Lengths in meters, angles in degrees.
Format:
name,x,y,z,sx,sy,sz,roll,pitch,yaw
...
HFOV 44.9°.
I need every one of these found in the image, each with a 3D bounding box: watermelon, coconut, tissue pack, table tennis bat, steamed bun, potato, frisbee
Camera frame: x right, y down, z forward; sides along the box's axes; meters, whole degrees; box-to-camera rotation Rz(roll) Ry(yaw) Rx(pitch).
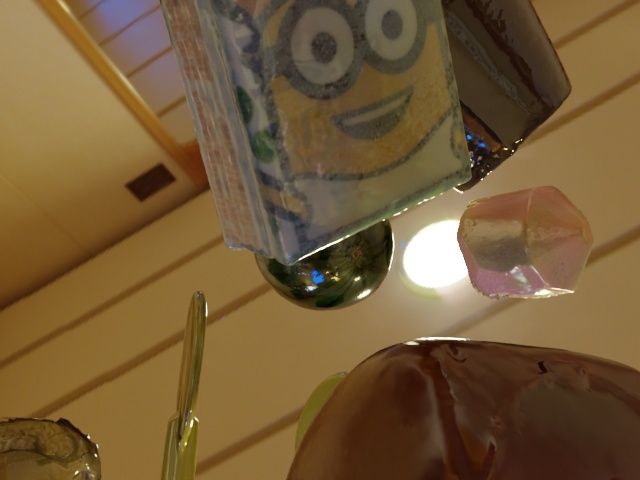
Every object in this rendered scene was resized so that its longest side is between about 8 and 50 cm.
name,x,y,z,sx,sy,sz,roll,pitch,yaw
watermelon,0.003,0.000,1.297,0.242,0.242,0.242,-18,-134,19
coconut,0.412,0.007,1.519,0.245,0.233,0.233,-6,-131,45
tissue pack,-0.002,-0.163,0.675,0.228,0.310,0.128,-26,-157,-30
table tennis bat,-0.213,0.264,1.237,0.224,0.054,0.368,-176,-87,-77
steamed bun,0.087,0.251,0.540,0.248,0.235,0.379,-163,-97,-66
potato,-0.520,0.385,1.241,0.285,0.242,0.243,-22,-151,-40
frisbee,0.025,0.344,1.351,0.236,0.017,0.236,-33,-133,43

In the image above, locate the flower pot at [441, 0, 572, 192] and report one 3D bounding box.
name,x,y,z,sx,sy,sz,roll,pitch,yaw
flower pot,0.203,-0.238,1.118,0.379,0.251,0.379,-44,-178,2
